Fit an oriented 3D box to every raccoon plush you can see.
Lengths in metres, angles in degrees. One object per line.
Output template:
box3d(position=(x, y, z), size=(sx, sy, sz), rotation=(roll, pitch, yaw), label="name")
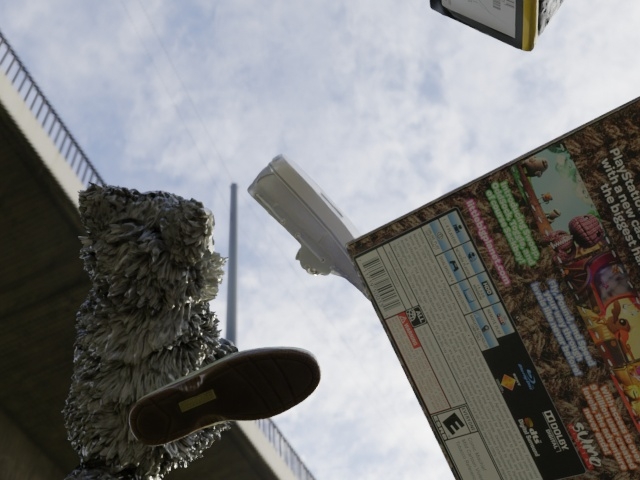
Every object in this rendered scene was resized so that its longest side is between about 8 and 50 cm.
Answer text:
box3d(position=(-0.198, 0.148, 0.974), size=(0.216, 0.446, 0.299), rotation=(0, -44, -2), label="raccoon plush")

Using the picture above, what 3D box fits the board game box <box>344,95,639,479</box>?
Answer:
box3d(position=(0.205, 0.039, 0.638), size=(0.291, 0.141, 0.232), rotation=(-27, -93, 38), label="board game box")

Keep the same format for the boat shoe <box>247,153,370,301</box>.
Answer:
box3d(position=(0.000, 0.000, 0.870), size=(0.063, 0.066, 0.184), rotation=(-41, -86, 11), label="boat shoe")

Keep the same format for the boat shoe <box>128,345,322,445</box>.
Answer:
box3d(position=(-0.091, 0.143, 0.860), size=(0.190, 0.072, 0.068), rotation=(-15, -89, 3), label="boat shoe")

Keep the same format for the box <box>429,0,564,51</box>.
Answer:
box3d(position=(0.156, -0.298, 0.434), size=(0.322, 0.079, 0.257), rotation=(-54, -26, -16), label="box")
